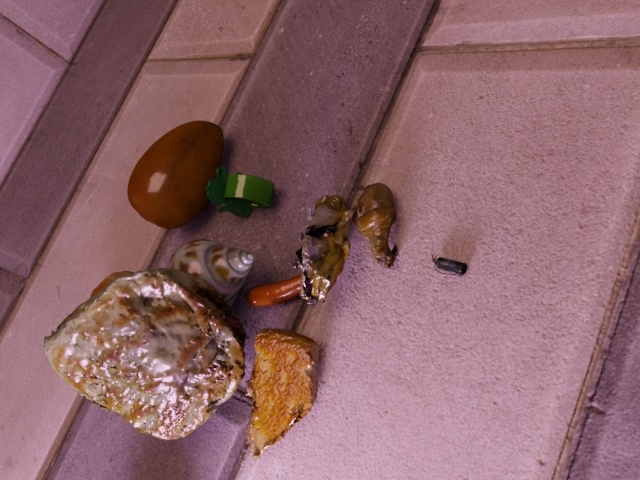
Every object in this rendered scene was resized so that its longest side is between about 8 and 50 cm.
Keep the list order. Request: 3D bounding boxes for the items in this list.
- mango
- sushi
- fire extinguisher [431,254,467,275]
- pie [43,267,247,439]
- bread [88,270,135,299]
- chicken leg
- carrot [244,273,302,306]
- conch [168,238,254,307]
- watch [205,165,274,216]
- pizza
[{"bbox_3d":[-0.429,-0.210,1.885,0.264,0.221,0.378,4,58,44],"label":"mango"},{"bbox_3d":[0.007,0.001,1.443,0.131,0.139,0.291,15,47,4],"label":"sushi"},{"bbox_3d":[0.269,0.054,1.321,0.083,0.025,0.038,16,99,42],"label":"fire extinguisher"},{"bbox_3d":[-0.391,0.252,1.436,0.395,0.418,0.180,-52,18,9],"label":"pie"},{"bbox_3d":[-0.580,0.210,1.819,0.245,0.134,0.244,-19,57,32],"label":"bread"},{"bbox_3d":[0.129,-0.031,1.445,0.103,0.088,0.227,-12,65,21],"label":"chicken leg"},{"bbox_3d":[-0.077,0.117,1.535,0.271,0.066,0.062,-18,91,27],"label":"carrot"},{"bbox_3d":[-0.314,0.119,1.589,0.368,0.197,0.249,-56,2,41],"label":"conch"},{"bbox_3d":[-0.217,-0.131,1.706,0.152,0.165,0.131,4,79,58],"label":"watch"},{"bbox_3d":[-0.092,0.347,1.405,0.189,0.071,0.296,-1,68,25],"label":"pizza"}]
